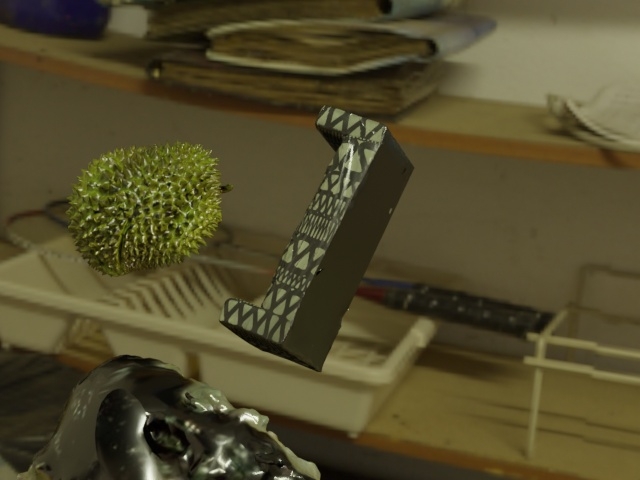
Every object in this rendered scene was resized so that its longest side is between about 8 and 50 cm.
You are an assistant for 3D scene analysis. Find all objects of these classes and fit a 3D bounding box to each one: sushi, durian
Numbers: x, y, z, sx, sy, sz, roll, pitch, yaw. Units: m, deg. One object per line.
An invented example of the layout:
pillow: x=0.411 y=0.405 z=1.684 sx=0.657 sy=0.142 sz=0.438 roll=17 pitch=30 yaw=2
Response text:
sushi: x=-0.122 y=0.289 z=0.828 sx=0.329 sy=0.328 sz=0.285 roll=35 pitch=65 yaw=21
durian: x=-0.195 y=-0.043 z=1.225 sx=0.198 sy=0.146 sz=0.159 roll=-27 pitch=17 yaw=-9

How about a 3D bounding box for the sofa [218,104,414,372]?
sofa: x=0.000 y=0.000 z=0.519 sx=0.039 sy=0.117 sz=0.060 roll=20 pitch=-11 yaw=23
